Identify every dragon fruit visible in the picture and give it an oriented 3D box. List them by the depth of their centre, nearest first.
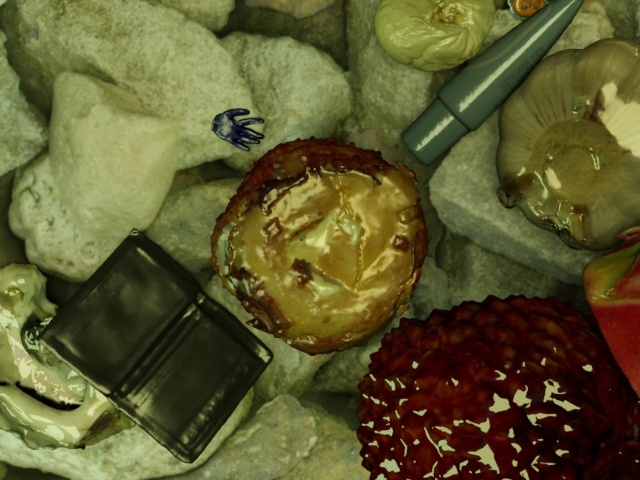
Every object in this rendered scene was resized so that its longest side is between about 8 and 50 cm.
[{"bbox_3d":[0.528,0.096,1.417,0.225,0.305,0.305,-33,94,23],"label":"dragon fruit"}]

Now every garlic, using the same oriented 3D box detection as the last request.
[{"bbox_3d":[0.416,-0.148,1.529,0.321,0.241,0.322,2,113,4],"label":"garlic"}]

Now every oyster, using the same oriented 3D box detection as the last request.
[{"bbox_3d":[-0.450,0.209,1.677,0.351,0.115,0.238,38,88,-6],"label":"oyster"}]

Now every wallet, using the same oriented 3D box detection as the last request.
[{"bbox_3d":[-0.257,0.171,1.653,0.323,0.041,0.247,42,68,-9],"label":"wallet"}]

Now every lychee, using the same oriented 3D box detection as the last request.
[{"bbox_3d":[0.286,0.275,1.483,0.499,0.424,0.425,11,97,32],"label":"lychee"}]

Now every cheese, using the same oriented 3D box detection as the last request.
[{"bbox_3d":[0.351,-0.370,1.619,0.111,0.017,0.047,10,104,-6],"label":"cheese"}]

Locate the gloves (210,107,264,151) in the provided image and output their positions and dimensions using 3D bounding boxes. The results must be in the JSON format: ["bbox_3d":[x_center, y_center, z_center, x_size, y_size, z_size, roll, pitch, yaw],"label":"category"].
[{"bbox_3d":[-0.132,-0.184,1.657,0.086,0.026,0.064,25,95,0],"label":"gloves"}]

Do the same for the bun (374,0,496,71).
[{"bbox_3d":[0.177,-0.347,1.583,0.188,0.111,0.164,8,93,5],"label":"bun"}]

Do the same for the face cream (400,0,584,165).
[{"bbox_3d":[0.284,-0.270,1.582,0.385,0.135,0.086,-44,90,14],"label":"face cream"}]

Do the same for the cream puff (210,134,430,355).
[{"bbox_3d":[-0.005,-0.001,1.570,0.350,0.229,0.351,-2,106,-8],"label":"cream puff"}]
